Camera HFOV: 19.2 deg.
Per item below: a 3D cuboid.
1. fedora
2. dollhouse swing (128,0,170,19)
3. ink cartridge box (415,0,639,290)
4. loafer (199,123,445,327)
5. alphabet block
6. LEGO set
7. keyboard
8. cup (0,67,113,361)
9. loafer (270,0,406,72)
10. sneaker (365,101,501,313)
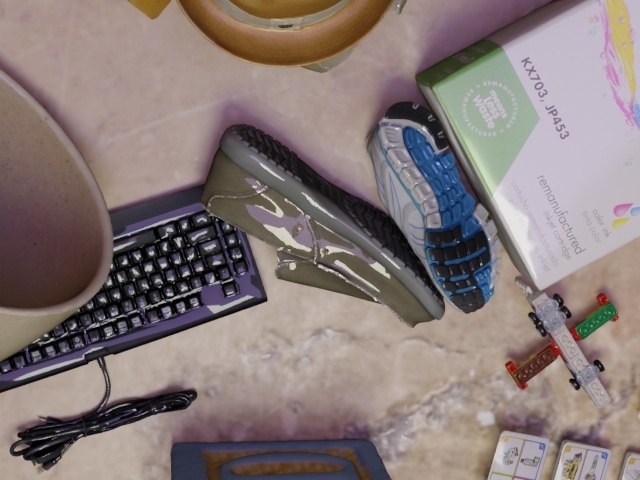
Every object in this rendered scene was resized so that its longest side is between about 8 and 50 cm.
[{"bbox_3d":[-0.027,-0.231,1.504,0.194,0.079,0.194,0,88,-5],"label":"fedora"},{"bbox_3d":[-0.122,-0.390,1.472,0.315,0.305,0.347,41,92,-9],"label":"dollhouse swing"},{"bbox_3d":[0.287,-0.134,1.635,0.353,0.119,0.207,-29,99,0],"label":"ink cartridge box"},{"bbox_3d":[0.000,0.000,1.652,0.251,0.094,0.087,37,108,-9],"label":"loafer"},{"bbox_3d":[-0.034,0.290,1.632,0.192,0.193,0.197,0,98,-4],"label":"alphabet block"},{"bbox_3d":[0.248,0.138,1.721,0.182,0.060,0.244,11,98,-19],"label":"LEGO set"},{"bbox_3d":[-0.201,0.087,1.670,0.317,0.033,0.202,-19,99,-1],"label":"keyboard"},{"bbox_3d":[-0.370,0.002,1.526,0.331,0.331,0.237,41,117,-9],"label":"cup"},{"bbox_3d":[0.048,-0.249,1.614,0.268,0.102,0.092,-43,135,-6],"label":"loafer"},{"bbox_3d":[0.094,-0.024,1.651,0.071,0.083,0.191,-19,84,-26],"label":"sneaker"}]
